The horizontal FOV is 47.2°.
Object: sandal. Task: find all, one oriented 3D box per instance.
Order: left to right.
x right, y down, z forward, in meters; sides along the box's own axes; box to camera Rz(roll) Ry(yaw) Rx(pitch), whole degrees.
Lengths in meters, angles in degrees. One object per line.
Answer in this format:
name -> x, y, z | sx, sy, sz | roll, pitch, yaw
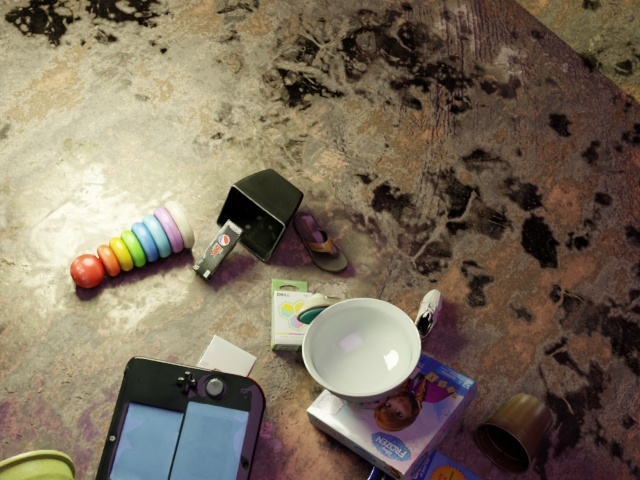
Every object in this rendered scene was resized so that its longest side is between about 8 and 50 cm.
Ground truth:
sandal -> 0.000, 0.000, 2.128 | 0.090, 0.060, 0.219 | -26, 74, -24

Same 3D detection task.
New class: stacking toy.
stacking toy -> -0.508, 0.020, 1.950 | 0.330, 0.141, 0.141 | -27, 75, -20

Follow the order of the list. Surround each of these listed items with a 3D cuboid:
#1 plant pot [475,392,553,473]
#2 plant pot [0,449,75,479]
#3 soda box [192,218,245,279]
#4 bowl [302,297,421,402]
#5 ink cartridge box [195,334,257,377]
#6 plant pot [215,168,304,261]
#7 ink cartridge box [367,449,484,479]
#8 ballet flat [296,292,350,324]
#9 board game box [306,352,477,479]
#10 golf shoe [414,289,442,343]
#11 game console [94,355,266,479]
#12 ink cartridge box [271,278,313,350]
plant pot -> 0.535, 0.511, 1.982 | 0.165, 0.167, 0.167 | -36, 78, -34
plant pot -> -0.592, 0.626, 1.511 | 0.276, 0.276, 0.254 | -27, 53, -24
soda box -> -0.279, 0.027, 2.011 | 0.053, 0.060, 0.169 | 37, 85, 4
bowl -> 0.108, 0.303, 1.872 | 0.297, 0.134, 0.298 | -4, 47, 4
ink cartridge box -> -0.251, 0.341, 1.834 | 0.128, 0.176, 0.127 | 28, 62, -1
plant pot -> -0.155, -0.091, 2.070 | 0.187, 0.188, 0.167 | 37, 51, 4
ink cartridge box -> 0.284, 0.692, 1.832 | 0.395, 0.151, 0.270 | 31, 61, 2
ballet flat -> 0.014, 0.184, 1.989 | 0.248, 0.086, 0.086 | 11, 57, -47
board game box -> 0.184, 0.418, 1.889 | 0.318, 0.066, 0.318 | 24, 55, 34
golf shoe -> 0.311, 0.214, 2.097 | 0.067, 0.086, 0.186 | 28, 60, 1
game console -> -0.318, 0.477, 1.650 | 0.341, 0.060, 0.387 | 12, 71, 0
ink cartridge box -> -0.078, 0.196, 2.014 | 0.108, 0.062, 0.209 | 5, 64, -13
